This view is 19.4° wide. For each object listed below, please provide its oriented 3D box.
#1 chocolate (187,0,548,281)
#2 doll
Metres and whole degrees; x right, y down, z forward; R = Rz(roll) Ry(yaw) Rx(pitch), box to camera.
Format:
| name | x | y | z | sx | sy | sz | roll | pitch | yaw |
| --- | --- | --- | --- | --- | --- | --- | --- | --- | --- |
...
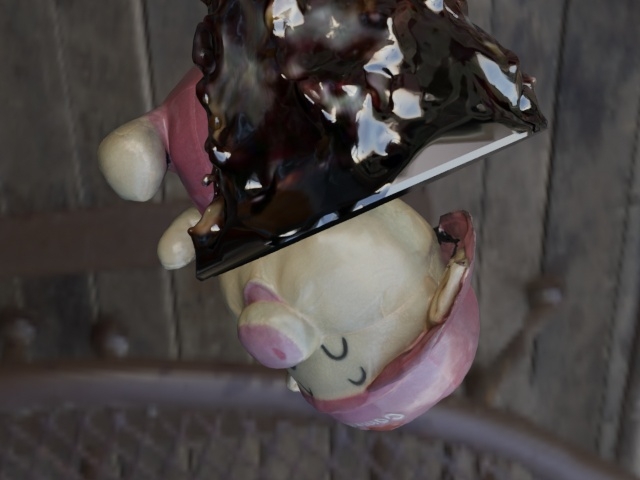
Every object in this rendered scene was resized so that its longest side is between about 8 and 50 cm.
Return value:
| name | x | y | z | sx | sy | sz | roll | pitch | yaw |
| --- | --- | --- | --- | --- | --- | --- | --- | --- | --- |
| chocolate | -0.002 | -0.073 | 0.741 | 0.156 | 0.156 | 0.133 | -26 | 87 | 22 |
| doll | -0.003 | 0.002 | 1.125 | 0.152 | 0.196 | 0.256 | -37 | 102 | -15 |
